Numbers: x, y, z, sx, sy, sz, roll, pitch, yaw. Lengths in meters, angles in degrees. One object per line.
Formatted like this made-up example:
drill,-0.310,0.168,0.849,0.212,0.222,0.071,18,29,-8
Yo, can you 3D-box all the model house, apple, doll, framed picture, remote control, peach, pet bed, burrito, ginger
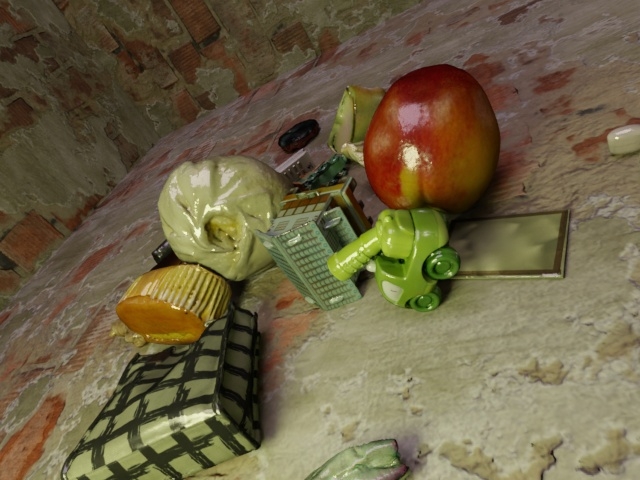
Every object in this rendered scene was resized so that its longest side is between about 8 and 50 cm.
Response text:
model house,0.000,0.000,0.927,0.198,0.224,0.215,-8,39,35
apple,0.141,-0.361,1.328,0.193,0.265,0.120,-15,65,-23
doll,0.633,-0.184,0.755,0.160,0.059,0.161,-28,31,13
framed picture,0.341,0.009,0.806,0.231,0.010,0.173,-3,43,40
remote control,-0.134,-0.179,1.405,0.277,0.103,0.055,-40,33,-9
peach,0.241,-0.216,0.917,0.307,0.307,0.333,6,81,46
pet bed,-0.093,-0.442,1.772,0.201,0.054,0.201,-23,34,17
burrito,-0.013,0.377,0.582,0.309,0.066,0.096,-37,37,-4
ginger,-0.525,0.241,1.230,0.213,0.074,0.137,-5,31,46

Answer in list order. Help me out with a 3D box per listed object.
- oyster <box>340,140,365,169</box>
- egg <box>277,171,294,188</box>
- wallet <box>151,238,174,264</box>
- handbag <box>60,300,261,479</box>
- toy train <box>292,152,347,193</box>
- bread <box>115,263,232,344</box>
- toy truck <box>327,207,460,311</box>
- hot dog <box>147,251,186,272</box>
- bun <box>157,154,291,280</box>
oyster,0.228,-0.260,1.155,0.350,0.115,0.238,-11,29,-6
egg,-0.181,-0.101,1.263,0.241,0.186,0.186,-41,32,-9
wallet,-0.411,-0.062,1.478,0.406,0.062,0.228,-46,4,-20
handbag,-0.276,0.305,0.833,0.325,0.163,0.327,-26,27,9
toy train,0.004,-0.213,1.359,0.176,0.074,0.118,-45,29,-13
bread,-0.368,0.173,1.062,0.287,0.204,0.156,-6,49,28
toy truck,0.141,0.021,0.762,0.187,0.210,0.148,-56,20,37
hot dog,-0.384,0.085,1.271,0.325,0.107,0.194,-33,26,-1
bun,-0.216,-0.033,1.050,0.364,0.365,0.219,-26,37,14
